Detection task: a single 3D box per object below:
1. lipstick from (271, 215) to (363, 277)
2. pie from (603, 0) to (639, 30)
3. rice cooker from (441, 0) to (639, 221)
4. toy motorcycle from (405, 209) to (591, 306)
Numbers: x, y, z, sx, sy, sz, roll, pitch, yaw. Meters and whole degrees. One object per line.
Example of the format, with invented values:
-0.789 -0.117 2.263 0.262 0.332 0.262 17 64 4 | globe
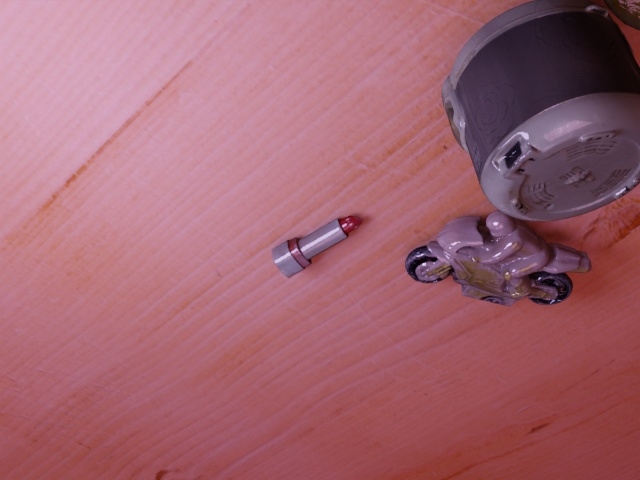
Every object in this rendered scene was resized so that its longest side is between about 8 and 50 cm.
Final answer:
0.000 -0.001 1.411 0.186 0.057 0.063 -30 127 14 | lipstick
0.536 -0.420 1.020 0.322 0.071 0.323 8 122 13 | pie
0.344 -0.196 1.114 0.288 0.277 0.288 -9 148 -6 | rice cooker
0.347 0.032 1.425 0.340 0.108 0.223 13 136 -5 | toy motorcycle
